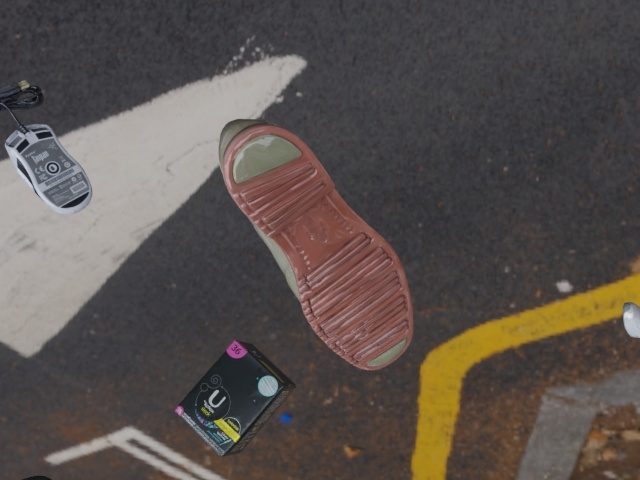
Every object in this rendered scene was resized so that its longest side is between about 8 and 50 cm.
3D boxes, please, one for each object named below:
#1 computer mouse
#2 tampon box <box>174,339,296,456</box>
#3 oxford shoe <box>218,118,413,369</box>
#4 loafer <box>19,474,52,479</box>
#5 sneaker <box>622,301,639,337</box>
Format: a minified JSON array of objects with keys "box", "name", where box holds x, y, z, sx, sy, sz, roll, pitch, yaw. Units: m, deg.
[{"box":[-0.371,-0.112,1.106,0.193,0.106,0.042,56,149,1],"name":"computer mouse"},{"box":[-0.144,0.272,1.475,0.120,0.161,0.101,40,180,15],"name":"tampon box"},{"box":[0.000,0.000,1.111,0.140,0.146,0.397,-32,117,-4],"name":"oxford shoe"},{"box":[-0.511,0.427,1.328,0.220,0.080,0.078,-12,159,-3],"name":"loafer"},{"box":[0.536,0.141,1.361,0.152,0.054,0.061,38,143,-28],"name":"sneaker"}]
